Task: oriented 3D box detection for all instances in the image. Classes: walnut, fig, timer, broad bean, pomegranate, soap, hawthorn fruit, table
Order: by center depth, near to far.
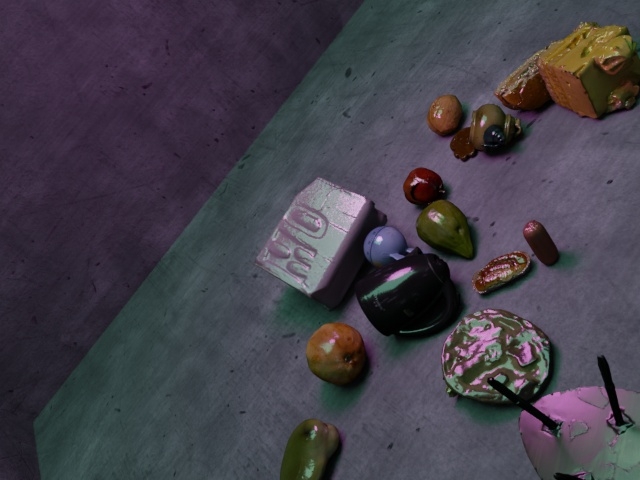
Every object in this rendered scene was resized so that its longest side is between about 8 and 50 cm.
[{"bbox_3d":[0.523,0.396,1.181,0.317,0.249,0.317,-30,38,26],"label":"table"},{"bbox_3d":[-0.051,0.677,1.671,0.189,0.121,0.263,6,63,55],"label":"broad bean"},{"bbox_3d":[0.053,0.377,1.801,0.207,0.207,0.207,-30,38,26],"label":"pomegranate"},{"bbox_3d":[0.417,-0.042,1.832,0.167,0.167,0.233,-42,27,10],"label":"fig"},{"bbox_3d":[0.269,0.054,1.944,0.255,0.175,0.175,41,89,28],"label":"timer"},{"bbox_3d":[0.397,-0.198,2.039,0.172,0.148,0.148,25,76,37],"label":"hawthorn fruit"},{"bbox_3d":[0.000,0.000,2.082,0.350,0.213,0.434,31,89,33],"label":"soap"},{"bbox_3d":[0.514,-0.521,2.233,0.144,0.144,0.180,11,73,53],"label":"walnut"}]

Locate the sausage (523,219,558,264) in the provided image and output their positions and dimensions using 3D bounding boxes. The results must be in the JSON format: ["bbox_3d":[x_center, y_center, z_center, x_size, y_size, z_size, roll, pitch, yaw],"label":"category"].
[{"bbox_3d":[0.629,0.006,1.544,0.062,0.154,0.062,-30,33,22],"label":"sausage"}]

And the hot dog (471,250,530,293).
[{"bbox_3d":[0.547,0.095,1.639,0.192,0.053,0.099,-32,40,27],"label":"hot dog"}]

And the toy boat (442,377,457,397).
[{"bbox_3d":[0.388,0.362,1.538,0.066,0.065,0.172,-4,48,36],"label":"toy boat"}]

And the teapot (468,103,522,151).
[{"bbox_3d":[0.643,-0.413,1.977,0.183,0.173,0.269,8,32,15],"label":"teapot"}]

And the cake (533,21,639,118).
[{"bbox_3d":[0.889,-0.549,1.745,0.222,0.227,0.286,-42,34,9],"label":"cake"}]

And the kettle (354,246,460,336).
[{"bbox_3d":[0.298,0.178,1.735,0.290,0.207,0.268,-33,72,19],"label":"kettle"}]

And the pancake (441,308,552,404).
[{"bbox_3d":[0.475,0.312,1.459,0.295,0.049,0.294,-16,49,20],"label":"pancake"}]

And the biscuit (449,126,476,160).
[{"bbox_3d":[0.568,-0.378,2.120,0.124,0.026,0.175,-27,38,31],"label":"biscuit"}]

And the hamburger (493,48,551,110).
[{"bbox_3d":[0.785,-0.571,1.955,0.283,0.156,0.144,-41,14,2],"label":"hamburger"}]
